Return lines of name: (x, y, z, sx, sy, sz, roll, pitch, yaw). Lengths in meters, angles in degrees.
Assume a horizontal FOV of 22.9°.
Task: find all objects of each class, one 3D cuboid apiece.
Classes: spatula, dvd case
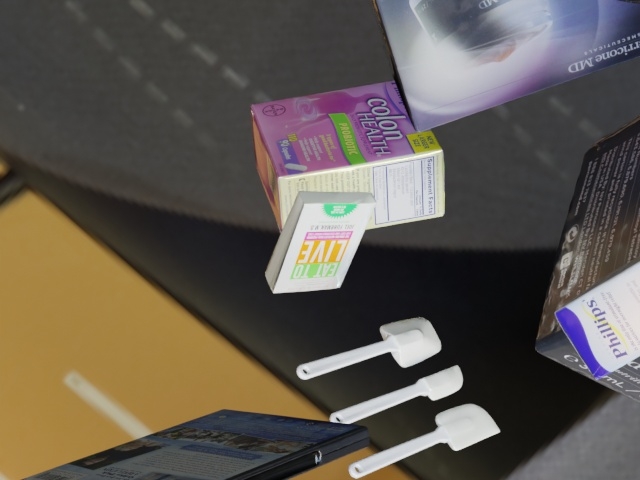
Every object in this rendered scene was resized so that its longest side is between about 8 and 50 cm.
spatula: (0.082, 0.172, 1.748, 0.242, 0.019, 0.168, -13, -112, -45)
dvd case: (-0.105, 0.188, 1.320, 0.180, 0.022, 0.253, 1, -170, 42)

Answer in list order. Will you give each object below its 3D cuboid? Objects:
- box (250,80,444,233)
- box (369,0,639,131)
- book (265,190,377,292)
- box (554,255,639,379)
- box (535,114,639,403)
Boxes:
box: (0.037, -0.120, 2.316, 0.213, 0.243, 0.117, -110, 14, -53)
box: (0.189, -0.314, 1.684, 0.183, 0.296, 0.294, -106, -5, -49)
book: (0.000, 0.000, 1.894, 0.096, 0.144, 0.035, -1, -136, -25)
box: (0.294, 0.049, 1.384, 0.072, 0.137, 0.126, 59, -153, 5)
box: (0.568, 0.037, 1.649, 0.480, 0.297, 0.472, 26, 152, -15)
